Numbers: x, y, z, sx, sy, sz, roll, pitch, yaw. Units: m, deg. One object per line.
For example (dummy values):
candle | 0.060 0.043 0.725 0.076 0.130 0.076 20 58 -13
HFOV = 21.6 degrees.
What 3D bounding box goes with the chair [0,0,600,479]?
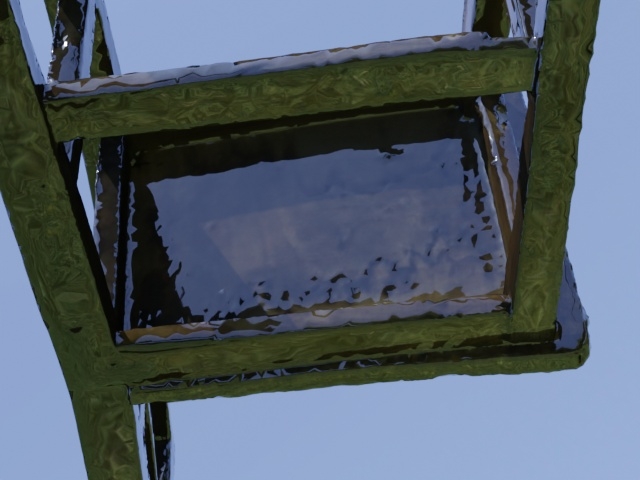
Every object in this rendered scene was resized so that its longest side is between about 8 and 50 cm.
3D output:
chair | 0.000 0.000 0.757 0.241 0.203 0.416 -8 -51 1
